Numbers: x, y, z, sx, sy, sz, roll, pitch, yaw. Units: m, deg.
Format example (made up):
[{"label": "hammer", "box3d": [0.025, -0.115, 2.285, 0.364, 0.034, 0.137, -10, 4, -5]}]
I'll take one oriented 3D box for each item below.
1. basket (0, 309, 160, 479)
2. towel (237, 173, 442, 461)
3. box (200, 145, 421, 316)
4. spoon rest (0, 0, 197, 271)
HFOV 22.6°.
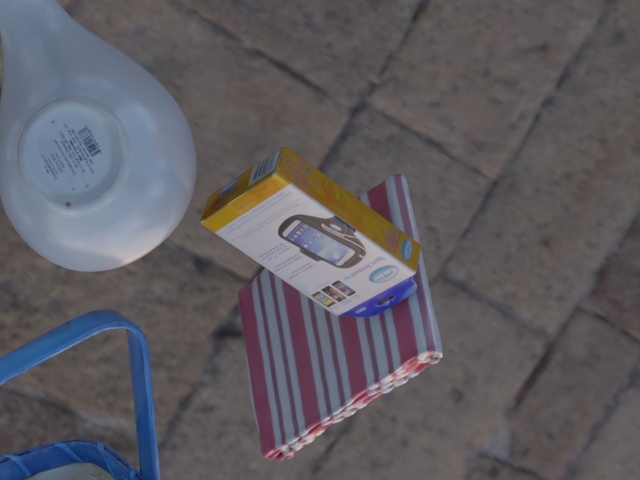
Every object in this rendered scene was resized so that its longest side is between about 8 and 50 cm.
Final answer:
[{"label": "basket", "box3d": [-0.214, 0.210, 1.114, 0.254, 0.201, 0.289, -25, 121, -25]}, {"label": "towel", "box3d": [0.012, 0.058, 1.133, 0.029, 0.144, 0.197, 14, 143, -37]}, {"label": "box", "box3d": [0.000, 0.000, 1.033, 0.136, 0.081, 0.028, 34, 48, -26]}, {"label": "spoon rest", "box3d": [-0.181, -0.110, 1.060, 0.137, 0.084, 0.276, -28, 86, 8]}]
